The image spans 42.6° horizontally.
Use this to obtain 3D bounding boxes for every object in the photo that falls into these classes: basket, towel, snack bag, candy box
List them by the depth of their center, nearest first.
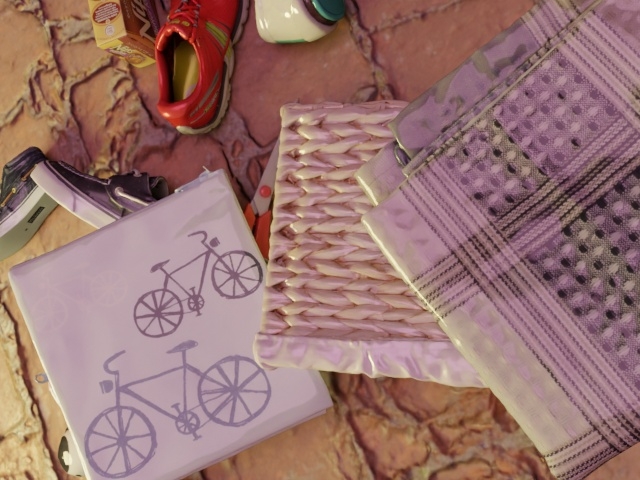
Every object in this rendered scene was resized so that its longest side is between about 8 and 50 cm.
[{"bbox_3d":[0.208,-0.030,0.625,0.312,0.056,0.324,-41,69,19],"label":"towel"},{"bbox_3d":[0.143,0.013,0.863,0.332,0.328,0.266,2,85,19],"label":"basket"},{"bbox_3d":[-0.198,0.121,1.023,0.323,0.037,0.342,-26,83,1],"label":"snack bag"},{"bbox_3d":[-0.279,-0.347,1.142,0.053,0.109,0.186,-17,80,16],"label":"candy box"}]

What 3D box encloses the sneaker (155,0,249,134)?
[{"bbox_3d":[-0.167,-0.282,1.095,0.107,0.118,0.278,1,86,18],"label":"sneaker"}]

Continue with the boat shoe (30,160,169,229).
[{"bbox_3d":[-0.248,-0.047,1.110,0.301,0.108,0.102,29,90,12],"label":"boat shoe"}]

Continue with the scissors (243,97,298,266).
[{"bbox_3d":[-0.087,-0.049,1.072,0.109,0.021,0.297,7,88,-21],"label":"scissors"}]

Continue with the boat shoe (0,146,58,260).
[{"bbox_3d":[-0.452,-0.051,1.206,0.183,0.065,0.083,-45,72,4],"label":"boat shoe"}]

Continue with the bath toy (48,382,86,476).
[{"bbox_3d":[-0.313,0.203,1.104,0.151,0.129,0.348,-19,80,16],"label":"bath toy"}]

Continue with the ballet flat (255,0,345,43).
[{"bbox_3d":[-0.072,-0.446,1.081,0.139,0.139,0.400,-13,83,17],"label":"ballet flat"}]
